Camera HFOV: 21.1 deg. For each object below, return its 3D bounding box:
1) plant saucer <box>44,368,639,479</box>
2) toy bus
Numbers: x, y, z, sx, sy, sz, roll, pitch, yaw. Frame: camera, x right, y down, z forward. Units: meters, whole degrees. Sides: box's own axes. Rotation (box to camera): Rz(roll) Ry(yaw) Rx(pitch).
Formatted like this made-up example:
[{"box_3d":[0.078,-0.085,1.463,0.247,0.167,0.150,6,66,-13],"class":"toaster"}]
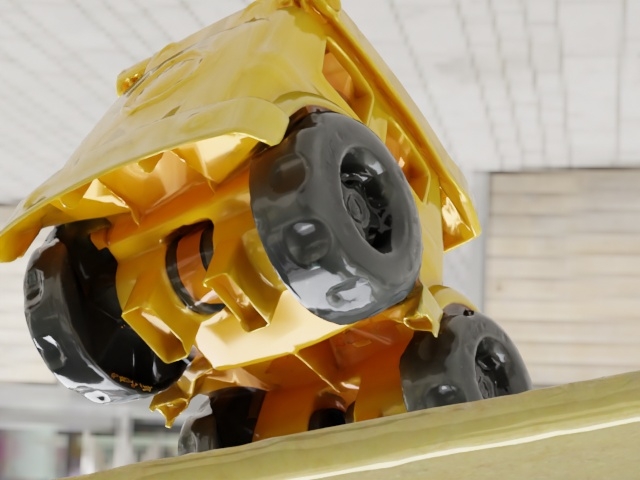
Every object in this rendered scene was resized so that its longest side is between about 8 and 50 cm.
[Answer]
[{"box_3d":[0.020,0.210,0.384,0.333,0.333,0.081,-11,167,8],"class":"plant saucer"},{"box_3d":[0.000,0.000,0.724,0.149,0.211,0.220,-23,119,30],"class":"toy bus"}]
